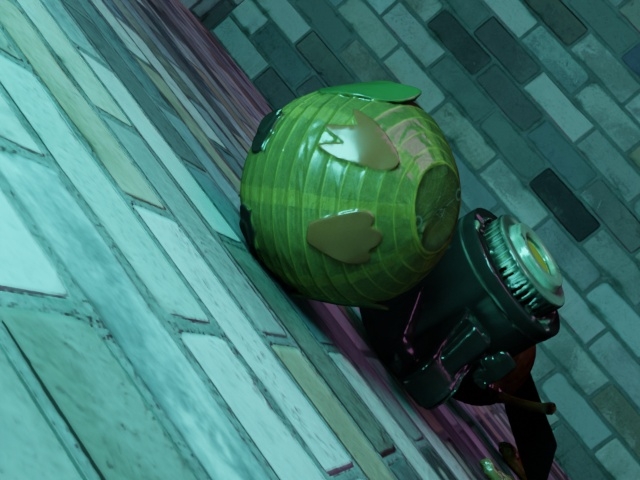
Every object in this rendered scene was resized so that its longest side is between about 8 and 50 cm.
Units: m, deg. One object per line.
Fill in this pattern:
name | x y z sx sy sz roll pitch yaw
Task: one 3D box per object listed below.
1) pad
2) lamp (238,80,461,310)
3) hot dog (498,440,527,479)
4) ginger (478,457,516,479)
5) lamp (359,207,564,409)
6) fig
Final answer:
pad | 0.363 0.318 1.633 0.265 0.009 0.159 -95 -171 -57
lamp | 0.014 -0.057 1.039 0.284 0.250 0.250 13 -22 40
hot dog | 0.366 0.409 1.711 0.122 0.037 0.049 47 10 -19
ginger | 0.263 0.346 1.333 0.097 0.030 0.048 54 8 15
lamp | 0.201 0.083 1.324 0.205 0.272 0.374 51 5 -11
fig | 0.265 0.209 1.584 0.204 0.186 0.249 39 28 -20
